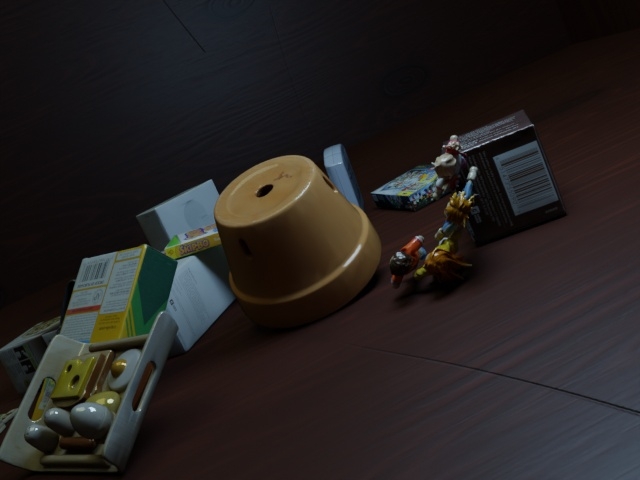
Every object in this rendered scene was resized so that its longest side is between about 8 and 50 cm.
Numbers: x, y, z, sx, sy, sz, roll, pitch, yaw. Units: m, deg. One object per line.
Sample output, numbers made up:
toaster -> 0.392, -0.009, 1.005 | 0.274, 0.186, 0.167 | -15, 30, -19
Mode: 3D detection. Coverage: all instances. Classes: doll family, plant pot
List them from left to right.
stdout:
plant pot -> -0.061, -0.015, 1.360 | 0.290, 0.203, 0.291 | -20, 34, 14
doll family -> 0.203, -0.026, 1.189 | 0.118, 0.263, 0.163 | 24, 10, 12

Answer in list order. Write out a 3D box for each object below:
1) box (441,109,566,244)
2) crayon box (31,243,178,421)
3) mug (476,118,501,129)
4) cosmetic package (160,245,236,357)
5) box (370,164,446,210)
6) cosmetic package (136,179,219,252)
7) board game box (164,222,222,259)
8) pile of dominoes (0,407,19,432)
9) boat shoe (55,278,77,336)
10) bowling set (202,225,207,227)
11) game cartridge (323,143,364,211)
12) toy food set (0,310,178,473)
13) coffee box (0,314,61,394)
box -> 0.324, -0.117, 1.357 | 0.167, 0.169, 0.203 | -22, 11, 15
crayon box -> -0.380, 0.181, 1.330 | 0.203, 0.083, 0.323 | -11, 58, 40
mug -> 0.445, -0.241, 1.855 | 0.157, 0.097, 0.129 | -30, 12, -30
cosmetic package -> -0.319, 0.119, 1.628 | 0.196, 0.155, 0.365 | -19, 12, 22
box -> 0.242, -0.134, 1.886 | 0.159, 0.044, 0.233 | -30, 14, -14
cosmetic package -> -0.394, -0.030, 2.282 | 0.224, 0.225, 0.138 | -33, 12, -38
board game box -> -0.223, -0.014, 1.630 | 0.259, 0.039, 0.124 | -20, 13, 4
pile of dominoes -> -0.744, 0.403, 1.489 | 0.251, 0.040, 0.196 | -22, 12, 8
boat shoe -> -0.500, 0.187, 1.522 | 0.080, 0.229, 0.076 | 4, -12, 25
bowling set -> -0.165, -0.018, 1.989 | 0.199, 0.154, 0.287 | 2, -31, -42
game cartridge -> 0.064, -0.156, 1.999 | 0.060, 0.196, 0.294 | -15, 12, 6
toy food set -> -0.353, 0.223, 1.118 | 0.306, 0.092, 0.220 | -14, 49, 40
coffee box -> -0.539, 0.224, 1.686 | 0.297, 0.119, 0.168 | -20, 11, 19
